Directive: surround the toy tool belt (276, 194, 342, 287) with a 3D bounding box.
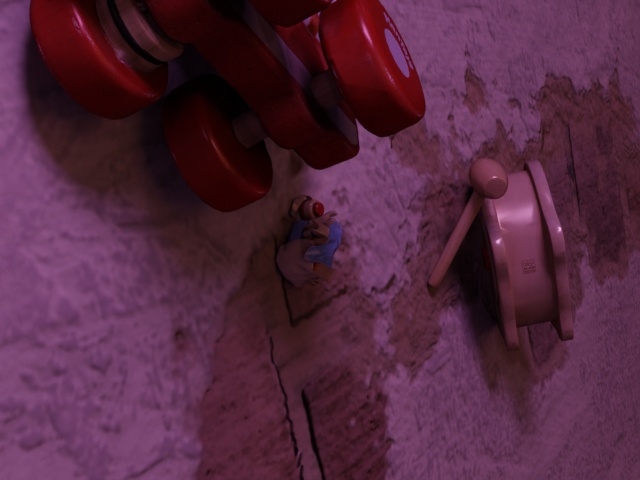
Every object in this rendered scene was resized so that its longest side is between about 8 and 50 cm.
[{"bbox_3d":[0.000,0.000,0.802,0.052,0.051,0.083,44,52,-45],"label":"toy tool belt"}]

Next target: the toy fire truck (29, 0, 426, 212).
[{"bbox_3d":[-0.063,-0.187,0.659,0.302,0.169,0.254,42,31,-46],"label":"toy fire truck"}]

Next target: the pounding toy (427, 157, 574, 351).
[{"bbox_3d":[0.193,0.005,1.068,0.154,0.155,0.269,-93,169,-56],"label":"pounding toy"}]
